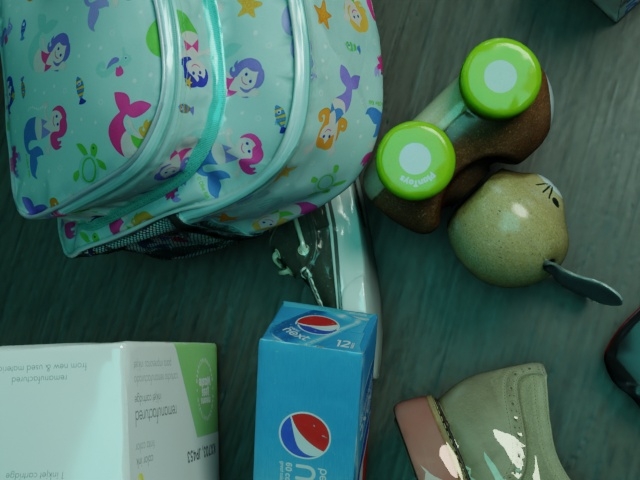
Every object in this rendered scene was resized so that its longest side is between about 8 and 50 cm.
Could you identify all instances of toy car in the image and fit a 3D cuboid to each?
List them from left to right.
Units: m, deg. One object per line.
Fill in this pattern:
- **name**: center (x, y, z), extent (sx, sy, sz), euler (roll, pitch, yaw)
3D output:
- **toy car**: center (0.138, -0.028, 0.769), extent (0.149, 0.155, 0.188), euler (-44, 89, 3)

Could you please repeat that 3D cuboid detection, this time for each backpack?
- **backpack**: center (-0.090, -0.110, 0.751), extent (0.254, 0.191, 0.225), euler (-13, 79, 33)

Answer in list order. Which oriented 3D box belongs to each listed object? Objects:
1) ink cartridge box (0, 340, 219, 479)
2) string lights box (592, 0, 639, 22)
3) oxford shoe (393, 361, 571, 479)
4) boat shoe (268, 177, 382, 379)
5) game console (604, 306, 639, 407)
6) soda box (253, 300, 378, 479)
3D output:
- **ink cartridge box**: center (-0.145, 0.247, 0.752), extent (0.119, 0.207, 0.353), euler (-3, 84, 11)
- **string lights box**: center (0.282, -0.283, 0.773), extent (0.260, 0.133, 0.077), euler (-43, 80, 3)
- **oxford shoe**: center (0.173, 0.248, 0.744), extent (0.130, 0.123, 0.348), euler (-25, 82, 1)
- **boat shoe**: center (0.000, 0.000, 0.825), extent (0.070, 0.078, 0.219), euler (-12, 75, 9)
- **game console**: center (0.445, 0.098, 0.744), extent (0.342, 0.060, 0.386), euler (-45, 78, 2)
- **soda box**: center (-0.005, 0.154, 0.769), extent (0.071, 0.067, 0.210), euler (7, 111, 10)
